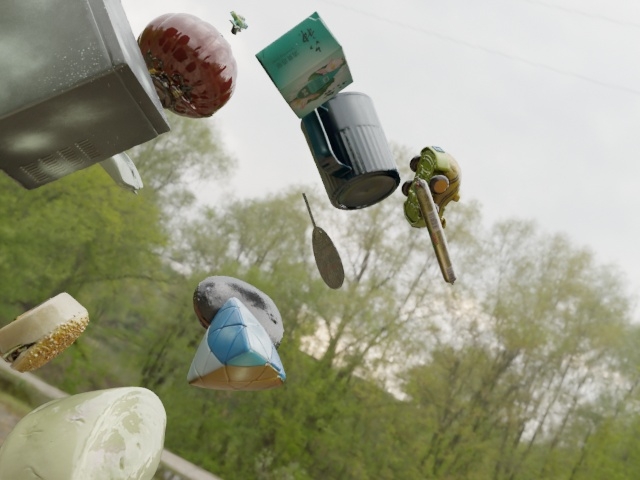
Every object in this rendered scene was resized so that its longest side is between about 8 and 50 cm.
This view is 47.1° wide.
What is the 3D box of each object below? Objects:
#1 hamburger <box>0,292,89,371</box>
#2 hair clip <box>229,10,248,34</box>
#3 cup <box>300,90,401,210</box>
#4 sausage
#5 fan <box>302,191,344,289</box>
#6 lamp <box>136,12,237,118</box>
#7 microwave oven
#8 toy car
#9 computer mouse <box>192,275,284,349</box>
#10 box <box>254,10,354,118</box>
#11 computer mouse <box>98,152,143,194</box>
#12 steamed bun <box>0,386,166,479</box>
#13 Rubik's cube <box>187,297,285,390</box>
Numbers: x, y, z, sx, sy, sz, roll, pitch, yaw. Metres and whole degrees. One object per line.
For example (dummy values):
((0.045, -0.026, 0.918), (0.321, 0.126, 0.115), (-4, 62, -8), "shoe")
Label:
((-0.885, 0.298, 2.356), (0.170, 0.302, 0.302), (59, -17, -4), "hamburger")
((-0.200, -0.523, 1.754), (0.049, 0.049, 0.173), (29, 7, -8), "hair clip")
((0.092, -0.277, 2.209), (0.242, 0.292, 0.308), (-18, -23, -2), "cup")
((0.249, -0.017, 1.583), (0.033, 0.033, 0.269), (9, -54, 54), "sausage")
((0.002, 0.027, 2.225), (0.223, 0.012, 0.294), (95, -29, -52), "fan")
((-0.376, -0.485, 2.047), (0.303, 0.257, 0.303), (27, -33, 19), "lamp")
((-0.525, -0.365, 1.369), (0.236, 0.374, 0.432), (72, -5, -68), "microwave oven")
((0.344, -0.152, 2.181), (0.142, 0.248, 0.200), (9, 27, -18), "toy car")
((-0.214, 0.206, 2.050), (0.116, 0.183, 0.323), (-27, -40, 34), "computer mouse")
((-0.026, -0.353, 1.511), (0.092, 0.153, 0.245), (56, 5, 9), "box")
((-0.495, -0.185, 1.806), (0.181, 0.056, 0.089), (47, 18, 18), "computer mouse")
((-0.636, 0.578, 1.915), (0.371, 0.456, 0.290), (-18, -58, 26), "steamed bun")
((-0.232, 0.263, 1.811), (0.254, 0.254, 0.254), (26, -13, 6), "Rubik's cube")
